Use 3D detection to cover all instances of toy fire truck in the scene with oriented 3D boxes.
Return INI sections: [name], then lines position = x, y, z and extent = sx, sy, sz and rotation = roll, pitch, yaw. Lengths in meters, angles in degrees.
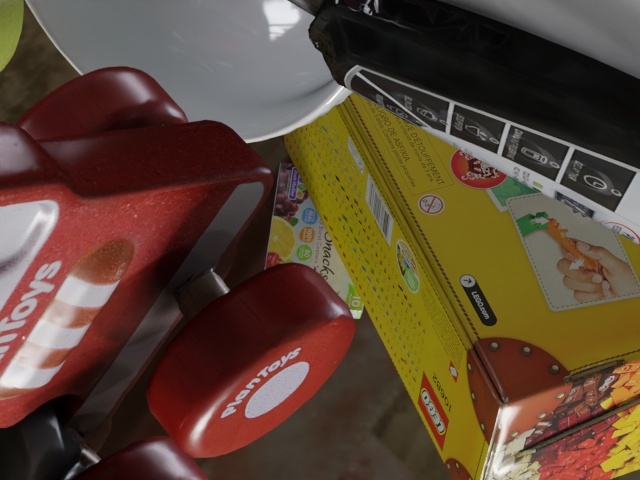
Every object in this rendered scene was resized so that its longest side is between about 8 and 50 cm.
[toy fire truck]
position = -0.152, 0.061, 0.732
extent = 0.169, 0.302, 0.254
rotation = 50, -150, 20

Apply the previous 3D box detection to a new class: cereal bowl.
[cereal bowl]
position = -0.055, -0.241, 1.056
extent = 0.141, 0.339, 0.339
rotation = -34, -76, -45

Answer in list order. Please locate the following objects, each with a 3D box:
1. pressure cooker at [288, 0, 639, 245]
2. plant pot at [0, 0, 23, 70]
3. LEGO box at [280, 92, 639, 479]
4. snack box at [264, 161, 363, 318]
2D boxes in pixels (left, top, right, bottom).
[pressure cooker]
position = 0.207, -0.180, 0.711
extent = 0.420, 0.375, 0.370
rotation = 32, -130, 7
[plant pot]
position = -0.378, -0.174, 1.240
extent = 0.293, 0.275, 0.274
rotation = -14, -86, -54
[LEGO box]
position = 0.211, -0.050, 1.483
extent = 0.373, 0.193, 0.500
rotation = -15, -125, -15
[snack box]
position = 0.000, 0.000, 1.601
extent = 0.100, 0.037, 0.141
rotation = 8, -107, -1
